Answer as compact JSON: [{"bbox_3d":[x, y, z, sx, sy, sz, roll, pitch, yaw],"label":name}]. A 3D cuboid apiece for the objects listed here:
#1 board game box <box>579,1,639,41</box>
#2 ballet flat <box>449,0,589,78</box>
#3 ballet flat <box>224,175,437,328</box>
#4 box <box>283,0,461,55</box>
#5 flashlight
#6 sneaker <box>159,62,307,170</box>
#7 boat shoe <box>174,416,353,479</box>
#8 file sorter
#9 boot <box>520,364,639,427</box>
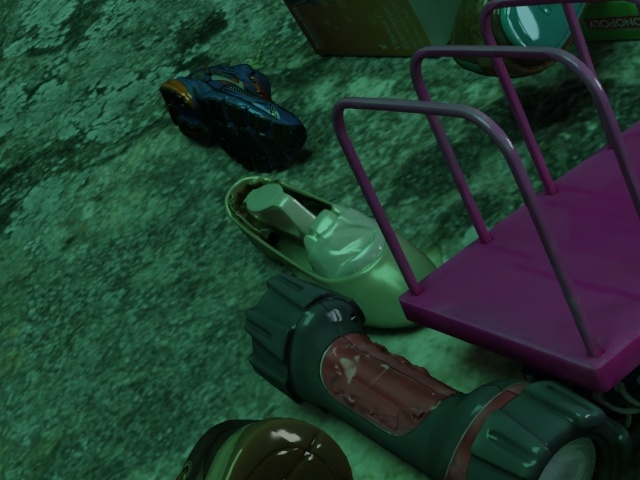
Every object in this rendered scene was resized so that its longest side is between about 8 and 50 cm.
[{"bbox_3d":[0.303,-0.264,1.118,0.317,0.046,0.213,6,52,42],"label":"board game box"},{"bbox_3d":[0.215,-0.265,1.078,0.342,0.116,0.124,-55,21,-20],"label":"ballet flat"},{"bbox_3d":[0.000,0.000,1.021,0.086,0.086,0.248,-45,37,-15],"label":"ballet flat"},{"bbox_3d":[0.049,-0.260,1.244,0.170,0.130,0.091,8,54,45],"label":"box"},{"bbox_3d":[0.059,0.100,0.830,0.304,0.103,0.103,28,87,48],"label":"flashlight"},{"bbox_3d":[-0.079,-0.138,1.251,0.087,0.083,0.221,-38,38,-18],"label":"sneaker"},{"bbox_3d":[-0.089,0.263,0.724,0.123,0.123,0.342,-2,66,55],"label":"boat shoe"},{"bbox_3d":[0.186,-0.079,0.810,0.290,0.182,0.202,-35,24,-21],"label":"file sorter"},{"bbox_3d":[0.210,0.088,0.771,0.086,0.069,0.190,-48,28,-10],"label":"boot"}]
